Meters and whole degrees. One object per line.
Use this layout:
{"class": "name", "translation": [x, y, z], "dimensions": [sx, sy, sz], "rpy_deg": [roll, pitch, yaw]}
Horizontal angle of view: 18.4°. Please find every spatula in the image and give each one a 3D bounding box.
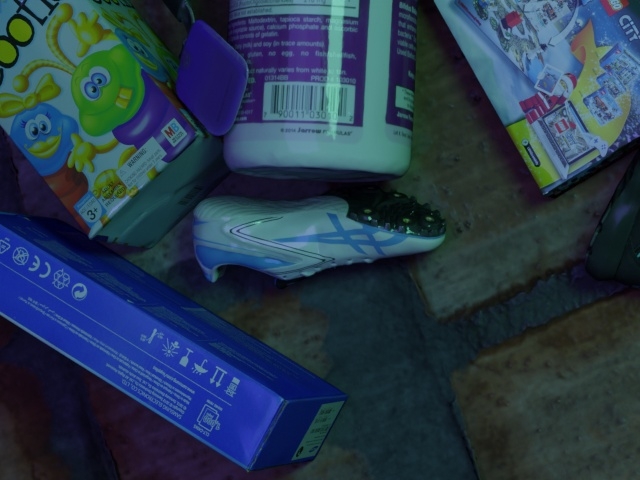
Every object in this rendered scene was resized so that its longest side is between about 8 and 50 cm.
{"class": "spatula", "translation": [-0.125, -0.197, 1.793], "dimensions": [0.296, 0.030, 0.084], "rpy_deg": [-117, 39, -51]}

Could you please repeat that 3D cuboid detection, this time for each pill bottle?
{"class": "pill bottle", "translation": [0.002, -0.207, 1.752], "dimensions": [0.169, 0.169, 0.301], "rpy_deg": [2, 87, 20]}

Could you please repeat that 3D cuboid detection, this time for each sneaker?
{"class": "sneaker", "translation": [0.000, 0.000, 1.793], "dimensions": [0.237, 0.085, 0.086], "rpy_deg": [0, 113, 16]}
{"class": "sneaker", "translation": [0.310, -0.062, 1.640], "dimensions": [0.106, 0.101, 0.267], "rpy_deg": [26, 131, 9]}

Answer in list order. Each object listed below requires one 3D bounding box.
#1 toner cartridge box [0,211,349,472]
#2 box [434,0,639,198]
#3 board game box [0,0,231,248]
{"class": "toner cartridge box", "translation": [-0.158, 0.087, 1.791], "dimensions": [0.348, 0.165, 0.075], "rpy_deg": [30, 97, 19]}
{"class": "box", "translation": [0.212, -0.176, 1.740], "dimensions": [0.159, 0.044, 0.233], "rpy_deg": [-31, 77, 15]}
{"class": "board game box", "translation": [-0.218, -0.144, 1.838], "dimensions": [0.144, 0.142, 0.275], "rpy_deg": [-43, 74, 12]}
